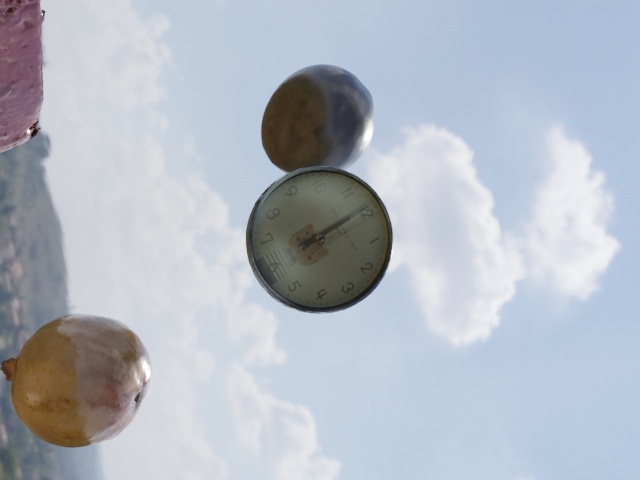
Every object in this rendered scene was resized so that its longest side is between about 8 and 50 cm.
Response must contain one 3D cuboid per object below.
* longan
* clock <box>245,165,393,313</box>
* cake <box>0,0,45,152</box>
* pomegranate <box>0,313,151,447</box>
[{"bbox_3d":[-0.007,-0.231,2.045,0.248,0.248,0.248,168,-90,-76],"label":"longan"},{"bbox_3d":[0.000,0.000,1.570,0.049,0.225,0.226,-159,-123,-84],"label":"clock"},{"bbox_3d":[-0.329,-0.185,0.848,0.158,0.159,0.262,53,-28,18],"label":"cake"},{"bbox_3d":[-0.354,0.203,1.551,0.207,0.207,0.207,168,-90,-76],"label":"pomegranate"}]
